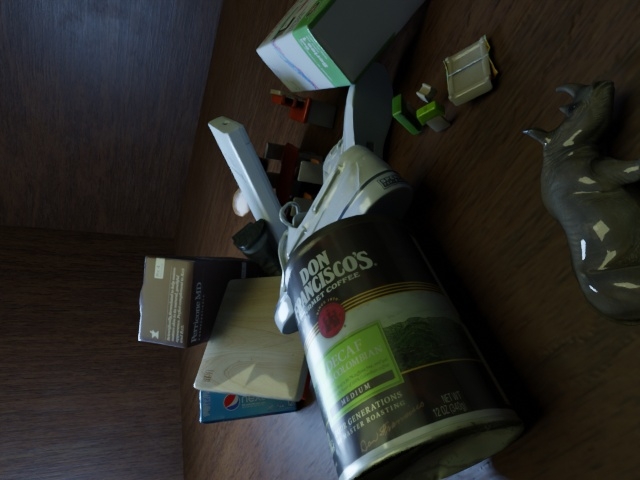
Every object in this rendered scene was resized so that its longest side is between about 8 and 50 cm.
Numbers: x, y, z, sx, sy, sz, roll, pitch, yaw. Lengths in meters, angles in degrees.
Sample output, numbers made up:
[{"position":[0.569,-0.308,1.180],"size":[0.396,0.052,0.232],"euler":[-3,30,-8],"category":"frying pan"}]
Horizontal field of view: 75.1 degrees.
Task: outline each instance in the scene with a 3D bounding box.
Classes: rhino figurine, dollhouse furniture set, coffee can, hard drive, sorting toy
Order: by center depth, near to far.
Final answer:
[{"position":[0.245,-0.044,0.357],"size":[0.106,0.073,0.244],"euler":[-43,46,50],"category":"rhino figurine"},{"position":[0.081,0.132,0.515],"size":[0.202,0.201,0.276],"euler":[-63,34,38],"category":"coffee can"},{"position":[0.177,-0.201,0.579],"size":[0.151,0.058,0.076],"euler":[-20,59,41],"category":"dollhouse furniture set"},{"position":[-0.113,0.212,0.904],"size":[0.256,0.089,0.256],"euler":[-6,55,30],"category":"sorting toy"},{"position":[-0.066,-0.195,0.948],"size":[0.262,0.135,0.260],"euler":[43,124,58],"category":"dollhouse furniture set"},{"position":[-0.145,-0.107,0.973],"size":[0.233,0.047,0.353],"euler":[41,157,59],"category":"hard drive"}]

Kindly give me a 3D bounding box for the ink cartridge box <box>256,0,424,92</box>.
[{"position":[0.022,-0.379,0.733],"size":[0.201,0.117,0.278],"euler":[-51,29,-3],"category":"ink cartridge box"}]

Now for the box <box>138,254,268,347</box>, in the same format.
[{"position":[-0.272,0.137,1.064],"size":[0.142,0.381,0.191],"euler":[4,89,20],"category":"box"}]

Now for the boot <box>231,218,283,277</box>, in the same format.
[{"position":[-0.121,0.035,0.965],"size":[0.083,0.161,0.246],"euler":[-42,12,-9],"category":"boot"}]

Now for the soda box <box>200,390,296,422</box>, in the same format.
[{"position":[-0.163,0.367,0.948],"size":[0.071,0.209,0.067],"euler":[105,160,-62],"category":"soda box"}]

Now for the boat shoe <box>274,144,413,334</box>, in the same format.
[{"position":[-0.006,0.000,0.683],"size":[0.157,0.135,0.367],"euler":[55,137,28],"category":"boat shoe"}]

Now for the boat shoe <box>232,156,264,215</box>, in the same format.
[{"position":[-0.229,-0.175,1.368],"size":[0.207,0.073,0.073],"euler":[-63,-4,31],"category":"boat shoe"}]

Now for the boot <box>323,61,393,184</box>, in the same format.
[{"position":[0.053,-0.174,0.743],"size":[0.123,0.095,0.259],"euler":[14,99,57],"category":"boot"}]
